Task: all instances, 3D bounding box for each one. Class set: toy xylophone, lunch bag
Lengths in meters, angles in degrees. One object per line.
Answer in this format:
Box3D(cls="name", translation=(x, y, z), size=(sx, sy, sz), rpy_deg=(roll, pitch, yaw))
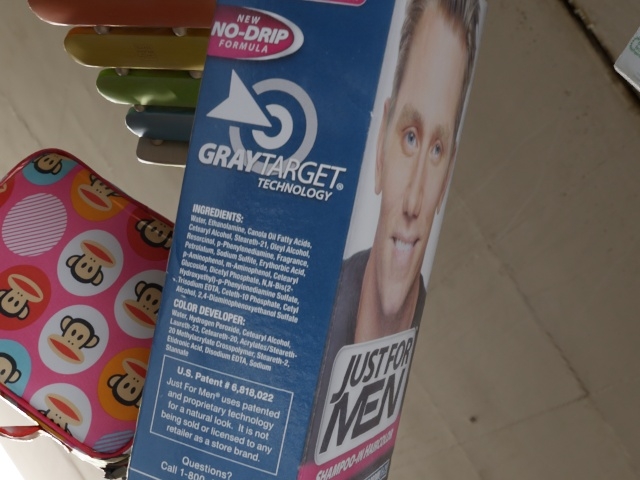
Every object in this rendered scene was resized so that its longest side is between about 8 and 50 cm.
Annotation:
Box3D(cls="toy xylophone", translation=(-0.119, -0.186, 0.748), size=(0.236, 0.081, 0.322), rpy_deg=(1, -33, 21))
Box3D(cls="lunch bag", translation=(-0.234, 0.077, 0.816), size=(0.293, 0.258, 0.120), rpy_deg=(34, -17, 17))

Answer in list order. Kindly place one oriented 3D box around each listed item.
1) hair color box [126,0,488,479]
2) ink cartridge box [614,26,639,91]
Box3D(cls="hair color box", translation=(0.000, 0.000, 0.512), size=(0.105, 0.174, 0.347), rpy_deg=(12, -86, 22))
Box3D(cls="ink cartridge box", translation=(0.500, -0.266, 0.949), size=(0.071, 0.324, 0.330), rpy_deg=(22, -63, -17))
